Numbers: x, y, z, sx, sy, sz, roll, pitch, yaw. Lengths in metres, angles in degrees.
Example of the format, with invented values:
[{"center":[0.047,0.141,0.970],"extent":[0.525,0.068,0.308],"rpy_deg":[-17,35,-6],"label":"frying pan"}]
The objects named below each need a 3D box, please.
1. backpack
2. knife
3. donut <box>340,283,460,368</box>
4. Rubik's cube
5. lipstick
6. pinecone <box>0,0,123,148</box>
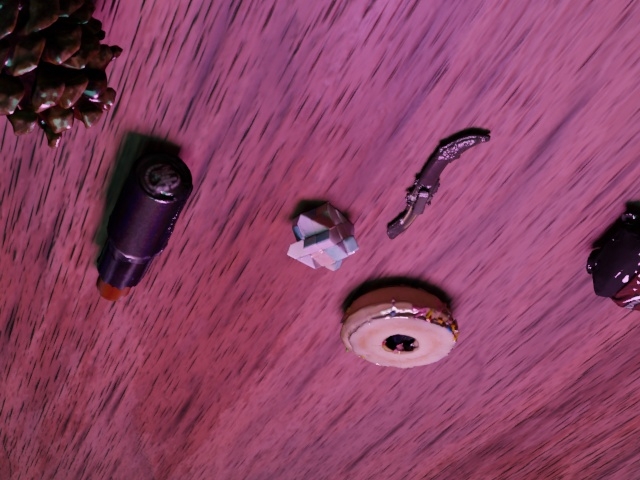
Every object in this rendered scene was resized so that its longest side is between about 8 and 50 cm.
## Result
[{"center":[0.434,0.039,1.190],"extent":[0.165,0.105,0.120],"rpy_deg":[15,137,-10],"label":"backpack"},{"center":[0.128,-0.063,1.146],"extent":[0.046,0.021,0.222],"rpy_deg":[16,141,-20],"label":"knife"},{"center":[0.113,0.123,1.357],"extent":[0.175,0.068,0.174],"rpy_deg":[1,145,1],"label":"donut"},{"center":[0.000,0.002,1.197],"extent":[0.084,0.073,0.075],"rpy_deg":[25,137,-29],"label":"Rubik's cube"},{"center":[-0.234,-0.005,1.200],"extent":[0.081,0.081,0.299],"rpy_deg":[15,144,-16],"label":"lipstick"},{"center":[-0.297,-0.185,0.894],"extent":[0.179,0.184,0.205],"rpy_deg":[-44,152,16],"label":"pinecone"}]
